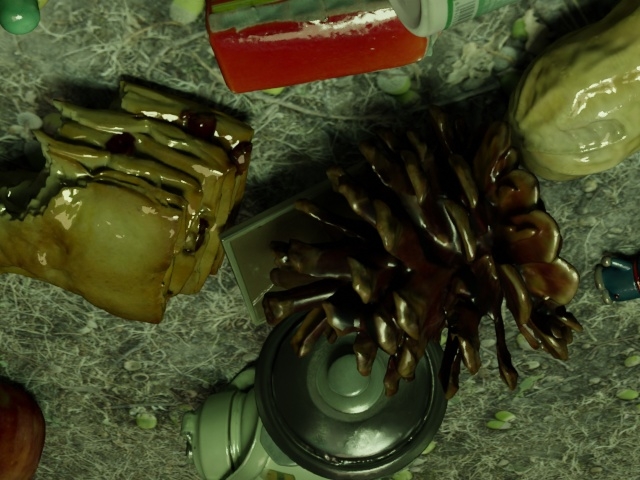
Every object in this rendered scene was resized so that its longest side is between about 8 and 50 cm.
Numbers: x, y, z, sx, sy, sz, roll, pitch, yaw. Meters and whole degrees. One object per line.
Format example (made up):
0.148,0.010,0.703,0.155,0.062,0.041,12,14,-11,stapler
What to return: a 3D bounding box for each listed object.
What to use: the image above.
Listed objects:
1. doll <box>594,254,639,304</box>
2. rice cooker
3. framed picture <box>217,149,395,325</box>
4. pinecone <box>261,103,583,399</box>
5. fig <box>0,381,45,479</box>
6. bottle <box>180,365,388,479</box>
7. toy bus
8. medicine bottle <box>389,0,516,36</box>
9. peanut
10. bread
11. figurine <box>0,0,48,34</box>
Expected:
0.485,0.052,1.455,0.152,0.085,0.114,-17,126,32,doll
0.049,0.216,1.419,0.317,0.264,0.316,-34,163,-12,rice cooker
0.000,0.000,1.341,0.260,0.023,0.189,-28,139,-10,framed picture
0.110,0.040,1.196,0.384,0.384,0.384,0,139,0,pinecone
-0.592,0.361,1.693,0.224,0.224,0.263,12,101,-14,fig
-0.070,0.322,1.668,0.352,0.229,0.229,-4,139,9,bottle
0.006,-0.240,1.075,0.265,0.120,0.121,-8,140,9,toy bus
0.195,-0.303,0.950,0.274,0.133,0.133,-22,139,-8,medicine bottle
0.349,-0.193,1.115,0.340,0.158,0.174,-36,129,26,peanut
-0.286,-0.038,1.255,0.370,0.191,0.314,9,139,-9,bread
-0.382,-0.322,0.899,0.124,0.222,0.324,-28,133,31,figurine
